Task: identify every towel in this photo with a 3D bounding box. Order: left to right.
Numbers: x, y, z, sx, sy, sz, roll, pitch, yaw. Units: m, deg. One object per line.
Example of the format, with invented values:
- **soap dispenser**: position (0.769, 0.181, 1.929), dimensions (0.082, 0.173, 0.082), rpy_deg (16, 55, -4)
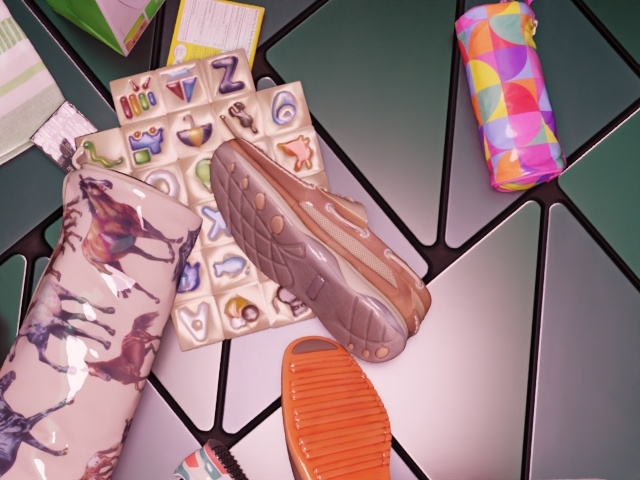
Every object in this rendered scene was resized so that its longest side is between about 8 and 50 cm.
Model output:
- **towel**: position (-0.493, -0.224, 1.777), dimensions (0.248, 0.038, 0.324), rpy_deg (-32, 83, -4)

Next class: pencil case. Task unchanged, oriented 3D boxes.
- **pencil case**: position (-0.278, 0.110, 1.653), dimensions (0.184, 0.160, 0.410), rpy_deg (21, 89, -12)
- **pencil case**: position (0.233, -0.179, 1.735), dimensions (0.104, 0.104, 0.236), rpy_deg (-9, 84, -1)

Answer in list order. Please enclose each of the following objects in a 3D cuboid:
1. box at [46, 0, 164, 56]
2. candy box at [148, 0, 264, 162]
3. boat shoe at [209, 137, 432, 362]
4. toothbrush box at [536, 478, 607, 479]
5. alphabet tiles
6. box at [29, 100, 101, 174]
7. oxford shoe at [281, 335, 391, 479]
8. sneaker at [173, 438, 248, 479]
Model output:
- **box**: position (-0.232, -0.372, 1.682), dimensions (0.127, 0.262, 0.231), rpy_deg (34, 83, 4)
- **candy box**: position (-0.141, -0.199, 1.775), dimensions (0.105, 0.027, 0.205), rpy_deg (12, 83, -2)
- **boat shoe**: position (0.000, 0.000, 1.696), dimensions (0.324, 0.123, 0.116), rpy_deg (48, 54, 5)
- **toothbrush box**: position (0.161, 0.366, 1.293), dimensions (0.216, 0.126, 0.295), rpy_deg (-1, 80, 1)
- **alphabet tiles**: position (-0.132, -0.050, 1.745), dimensions (0.285, 0.011, 0.342), rpy_deg (-15, 89, -2)
- **box**: position (-0.304, -0.120, 1.757), dimensions (0.083, 0.018, 0.067), rpy_deg (43, 85, -16)
- **oxford shoe**: position (0.017, 0.287, 1.663), dimensions (0.130, 0.132, 0.363), rpy_deg (-3, 61, -22)
- **sneaker**: position (-0.114, 0.320, 1.700), dimensions (0.075, 0.057, 0.161), rpy_deg (-33, 85, 13)
